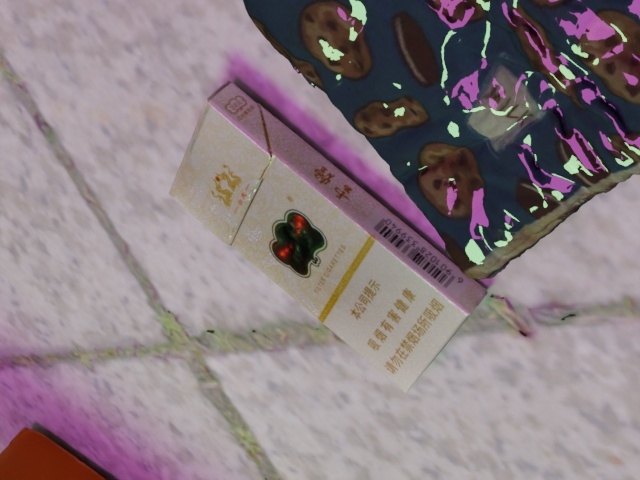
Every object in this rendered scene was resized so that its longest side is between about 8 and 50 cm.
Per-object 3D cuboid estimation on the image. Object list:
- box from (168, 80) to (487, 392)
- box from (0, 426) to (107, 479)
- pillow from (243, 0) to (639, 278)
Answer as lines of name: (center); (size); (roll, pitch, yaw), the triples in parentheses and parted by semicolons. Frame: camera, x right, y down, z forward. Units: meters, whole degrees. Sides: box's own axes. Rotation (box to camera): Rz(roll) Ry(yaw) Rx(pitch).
box: (0.000, 0.000, 0.796); (0.167, 0.024, 0.090); (39, 145, 7)
box: (-0.158, 0.318, 1.099); (0.341, 0.225, 0.143); (31, 140, 18)
pillow: (0.072, -0.096, 0.626); (0.189, 0.034, 0.255); (49, 146, -2)
